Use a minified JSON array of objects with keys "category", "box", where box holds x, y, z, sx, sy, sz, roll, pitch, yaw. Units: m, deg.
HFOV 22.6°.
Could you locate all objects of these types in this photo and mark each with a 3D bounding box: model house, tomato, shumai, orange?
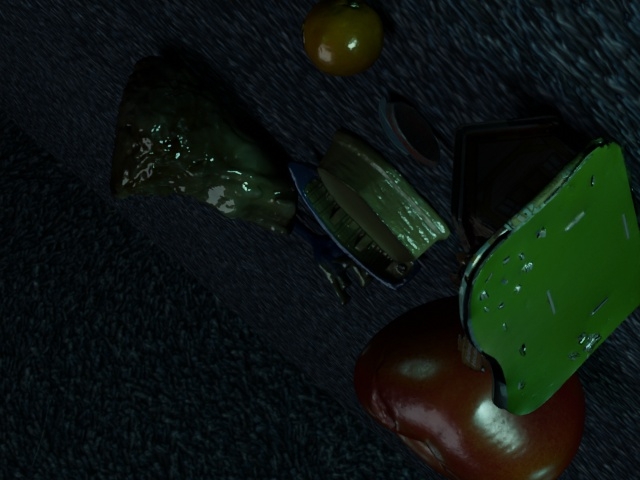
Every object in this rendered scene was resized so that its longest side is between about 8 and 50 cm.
[{"category":"model house","box":[0.174,0.006,1.486,0.154,0.207,0.294,41,168,32]},{"category":"tomato","box":[0.196,0.182,1.980,0.298,0.226,0.298,35,168,9]},{"category":"shumai","box":[-0.157,-0.140,2.361,0.283,0.217,0.346,12,177,2]},{"category":"orange","box":[0.023,-0.202,1.583,0.083,0.083,0.083,42,168,11]}]

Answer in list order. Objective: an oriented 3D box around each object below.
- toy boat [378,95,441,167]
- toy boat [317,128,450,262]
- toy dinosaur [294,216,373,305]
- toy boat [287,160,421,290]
[{"category":"toy boat","box":[0.087,-0.117,1.776,0.096,0.034,0.122,52,169,-9]},{"category":"toy boat","box":[0.069,-0.053,1.996,0.188,0.061,0.116,46,169,-7]},{"category":"toy dinosaur","box":[0.000,0.000,2.426,0.188,0.075,0.248,49,176,11]},{"category":"toy boat","box":[0.044,-0.029,2.175,0.229,0.080,0.046,44,-157,0]}]
